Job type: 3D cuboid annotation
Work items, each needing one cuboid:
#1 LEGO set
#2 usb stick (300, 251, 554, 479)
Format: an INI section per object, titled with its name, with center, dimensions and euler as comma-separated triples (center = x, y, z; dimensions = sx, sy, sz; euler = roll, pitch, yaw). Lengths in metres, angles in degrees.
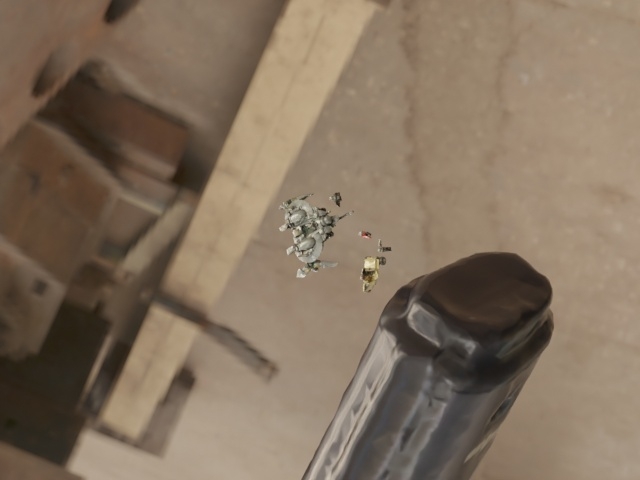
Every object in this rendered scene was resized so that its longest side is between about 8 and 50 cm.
[LEGO set]
center = 0.002, -0.002, 0.908
dimensions = 0.083, 0.054, 0.023
euler = 12, -176, 37
[usb stick]
center = 0.003, 0.123, 0.543
dimensions = 0.045, 0.077, 0.278
euler = 39, 124, 24
